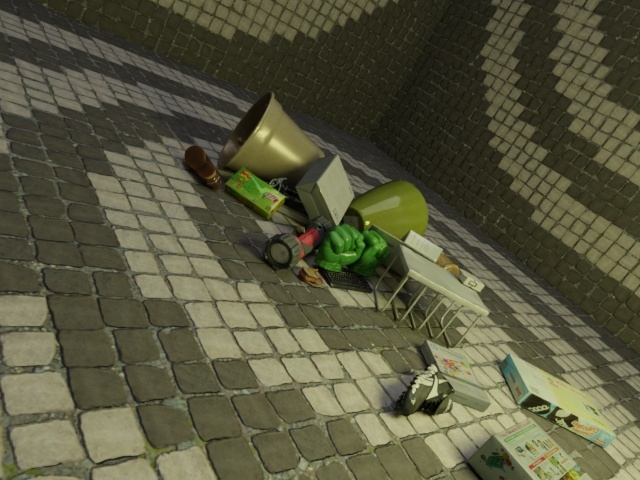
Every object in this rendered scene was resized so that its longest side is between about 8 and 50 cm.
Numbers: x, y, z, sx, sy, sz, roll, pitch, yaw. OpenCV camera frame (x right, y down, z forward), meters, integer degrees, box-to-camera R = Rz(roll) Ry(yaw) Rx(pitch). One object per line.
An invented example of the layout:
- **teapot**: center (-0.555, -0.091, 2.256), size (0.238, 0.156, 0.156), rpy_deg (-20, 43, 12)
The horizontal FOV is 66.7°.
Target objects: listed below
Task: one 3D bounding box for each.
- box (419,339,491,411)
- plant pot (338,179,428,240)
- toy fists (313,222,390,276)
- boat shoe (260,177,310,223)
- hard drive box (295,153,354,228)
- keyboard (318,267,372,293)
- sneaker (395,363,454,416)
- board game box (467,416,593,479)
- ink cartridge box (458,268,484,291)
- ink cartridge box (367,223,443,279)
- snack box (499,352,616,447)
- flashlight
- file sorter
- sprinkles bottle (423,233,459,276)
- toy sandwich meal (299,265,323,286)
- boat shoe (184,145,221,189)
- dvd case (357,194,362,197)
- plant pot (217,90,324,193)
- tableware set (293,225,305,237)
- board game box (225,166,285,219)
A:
- **box**: center (0.360, 0.363, 1.313), size (0.145, 0.038, 0.186), rpy_deg (25, 21, -17)
- **plant pot**: center (0.215, -0.081, 1.861), size (0.293, 0.275, 0.275), rpy_deg (-14, 48, -43)
- **toy fists**: center (0.110, 0.031, 1.519), size (0.279, 0.142, 0.096), rpy_deg (11, 18, -42)
- **boat shoe**: center (-0.152, -0.169, 1.719), size (0.306, 0.105, 0.113), rpy_deg (29, 21, -7)
- **hard drive box**: center (0.023, -0.171, 1.705), size (0.181, 0.089, 0.232), rpy_deg (66, 31, -24)
- **keyboard**: center (0.077, 0.114, 1.509), size (0.180, 0.023, 0.108), rpy_deg (15, 26, -39)
- **sneaker**: center (0.253, 0.359, 1.117), size (0.106, 0.078, 0.234), rpy_deg (37, 19, 22)
- **board game box**: center (0.490, 0.537, 1.015), size (0.224, 0.097, 0.303), rpy_deg (9, 31, -47)
- **ink cartridge box**: center (0.470, 0.124, 1.533), size (0.083, 0.028, 0.048), rpy_deg (27, 19, -15)
- **ink cartridge box**: center (0.262, 0.028, 1.690), size (0.239, 0.060, 0.275), rpy_deg (32, -19, 2)
- **snack box**: center (0.721, 0.487, 1.493), size (0.322, 0.060, 0.187), rpy_deg (28, 21, -8)
- **flashlight**: center (-0.055, -0.005, 1.441), size (0.103, 0.103, 0.304), rpy_deg (47, 30, 3)
- **file sorter**: center (0.329, 0.177, 1.497), size (0.278, 0.173, 0.193), rpy_deg (28, 20, -10)
- **sprinkles bottle**: center (0.422, 0.047, 1.996), size (0.121, 0.121, 0.355), rpy_deg (16, 26, -35)
- **toy sandwich meal**: center (-0.024, 0.100, 1.389), size (0.085, 0.029, 0.085), rpy_deg (27, 21, -11)
- **boat shoe**: center (-0.391, -0.240, 1.617), size (0.207, 0.073, 0.073), rpy_deg (53, -8, 39)
- **dvd case**: center (0.264, -0.134, 2.317), size (0.179, 0.029, 0.238), rpy_deg (28, 22, -10)
- **plant pot**: center (-0.164, -0.331, 1.831), size (0.305, 0.334, 0.334), rpy_deg (34, 18, -24)
- **tableware set**: center (0.000, 0.000, 1.636), size (0.194, 0.039, 0.128), rpy_deg (26, 21, -13)
- **board game box**: center (-0.219, -0.158, 1.623), size (0.181, 0.043, 0.092), rpy_deg (34, 60, 8)
